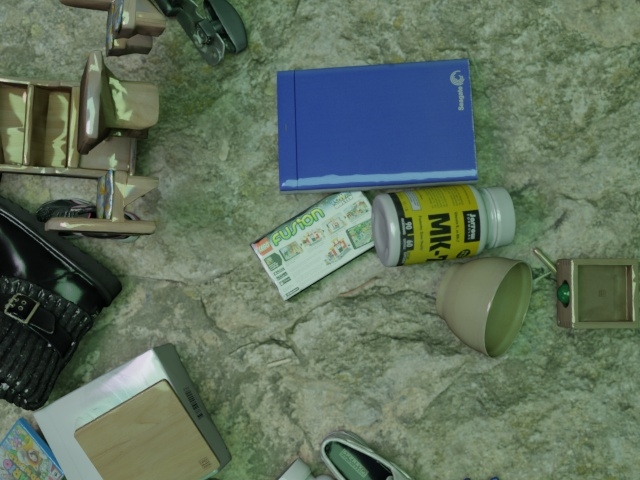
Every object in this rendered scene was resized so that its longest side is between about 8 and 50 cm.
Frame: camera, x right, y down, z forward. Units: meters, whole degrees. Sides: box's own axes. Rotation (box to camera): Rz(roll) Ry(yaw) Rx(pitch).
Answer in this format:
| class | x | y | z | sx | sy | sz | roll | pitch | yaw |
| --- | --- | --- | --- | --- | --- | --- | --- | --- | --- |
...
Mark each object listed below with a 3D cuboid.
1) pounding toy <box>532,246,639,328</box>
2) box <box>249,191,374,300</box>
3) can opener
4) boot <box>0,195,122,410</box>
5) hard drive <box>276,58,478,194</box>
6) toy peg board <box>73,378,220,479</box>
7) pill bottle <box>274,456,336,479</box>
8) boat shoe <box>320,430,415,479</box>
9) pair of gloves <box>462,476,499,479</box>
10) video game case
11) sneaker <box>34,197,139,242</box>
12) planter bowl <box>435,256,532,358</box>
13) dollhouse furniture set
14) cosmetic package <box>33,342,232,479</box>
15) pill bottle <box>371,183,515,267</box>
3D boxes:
| class | x | y | z | sx | sy | sz | roll | pitch | yaw |
| --- | --- | --- | --- | --- | --- | --- | --- | --- | --- |
| pounding toy | 0.424 | 0.075 | 1.692 | 0.141 | 0.100 | 0.130 | 0 | 88 | -6 |
| box | 0.000 | 0.000 | 1.746 | 0.207 | 0.036 | 0.114 | -31 | 86 | 2 |
| can opener | -0.229 | -0.423 | 1.777 | 0.095 | 0.076 | 0.283 | -31 | 84 | -30 |
| boot | -0.522 | 0.084 | 1.685 | 0.348 | 0.131 | 0.260 | 33 | 64 | 5 |
| hard drive | 0.090 | -0.187 | 1.726 | 0.319 | 0.040 | 0.210 | -3 | 75 | 4 |
| toy peg board | -0.260 | 0.306 | 1.606 | 0.161 | 0.079 | 0.160 | -31 | 101 | 2 |
| pill bottle | 0.009 | 0.451 | 1.685 | 0.208 | 0.117 | 0.117 | 44 | 91 | 4 |
| boat shoe | 0.109 | 0.401 | 1.683 | 0.267 | 0.088 | 0.096 | 43 | 92 | 11 |
| pair of gloves | 0.272 | 0.484 | 1.712 | 0.159 | 0.023 | 0.198 | -36 | 86 | 0 |
| video game case | -0.492 | 0.383 | 1.733 | 0.119 | 0.015 | 0.166 | 46 | 121 | 9 |
| sneaker | -0.394 | -0.037 | 1.757 | 0.178 | 0.077 | 0.072 | 3 | 87 | 5 |
| planter bowl | 0.252 | 0.095 | 1.674 | 0.109 | 0.162 | 0.162 | 18 | 89 | 31 |
| dollhouse furniture set | -0.387 | -0.190 | 1.573 | 0.257 | 0.394 | 0.362 | 3 | 88 | -16 |
| cosmetic package | -0.301 | 0.319 | 1.705 | 0.225 | 0.138 | 0.224 | -29 | 86 | 4 |
| pill bottle | 0.195 | -0.027 | 1.676 | 0.209 | 0.119 | 0.119 | -8 | 87 | -11 |
